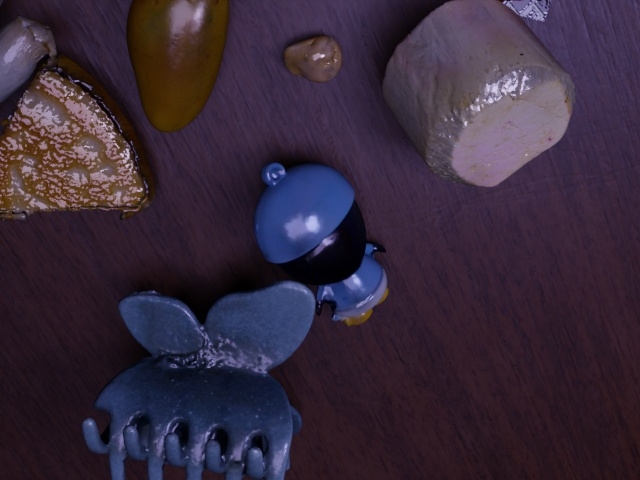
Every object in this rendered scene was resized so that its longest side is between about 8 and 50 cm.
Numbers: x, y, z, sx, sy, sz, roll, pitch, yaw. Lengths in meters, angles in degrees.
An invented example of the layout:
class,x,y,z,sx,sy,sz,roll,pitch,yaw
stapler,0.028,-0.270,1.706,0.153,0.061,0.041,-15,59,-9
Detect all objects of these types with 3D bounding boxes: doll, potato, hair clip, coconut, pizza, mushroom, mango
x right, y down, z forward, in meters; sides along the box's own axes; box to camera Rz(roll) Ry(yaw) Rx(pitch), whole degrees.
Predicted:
class,x,y,z,sx,sy,sz,roll,pitch,yaw
doll,0.000,0.000,1.192,0.177,0.141,0.314,-46,123,-19
potato,-0.011,-0.269,1.125,0.083,0.062,0.068,6,98,17
hair clip,-0.185,0.263,1.189,0.319,0.238,0.392,9,132,1
coconut,0.211,-0.216,1.066,0.239,0.244,0.239,-15,140,-13
pizza,-0.381,-0.104,1.158,0.251,0.074,0.287,37,106,-16
mushroom,-0.478,-0.221,1.070,0.278,0.096,0.099,-25,121,28
mango,-0.209,-0.273,1.081,0.139,0.113,0.253,10,118,-12

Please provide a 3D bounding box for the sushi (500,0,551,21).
class,x,y,z,sx,sy,sz,roll,pitch,yaw
sushi,0.287,-0.394,1.106,0.120,0.026,0.126,12,106,-3

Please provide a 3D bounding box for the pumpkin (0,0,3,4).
class,x,y,z,sx,sy,sz,roll,pitch,yaw
pumpkin,-0.541,-0.370,0.988,0.260,0.189,0.260,-11,133,-13
